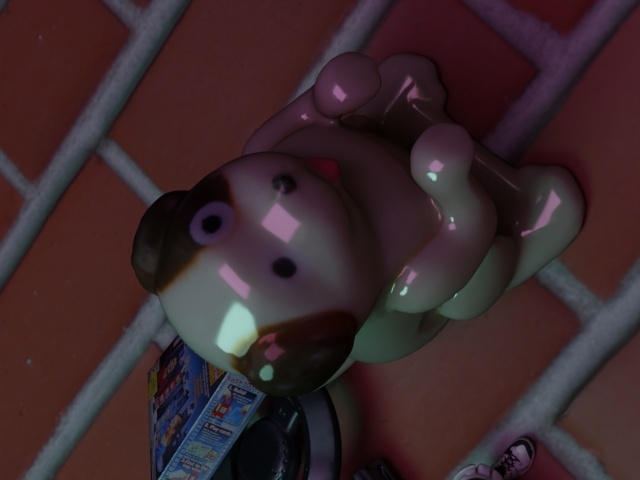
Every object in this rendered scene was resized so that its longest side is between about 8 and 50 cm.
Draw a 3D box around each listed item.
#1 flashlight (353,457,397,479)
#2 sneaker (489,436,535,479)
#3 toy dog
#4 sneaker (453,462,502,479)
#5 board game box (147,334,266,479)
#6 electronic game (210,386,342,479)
[{"bbox_3d":[0.110,0.396,1.561,0.304,0.103,0.103,50,120,13],"label":"flashlight"},{"bbox_3d":[0.198,0.247,1.525,0.032,0.037,0.083,43,114,20],"label":"sneaker"},{"bbox_3d":[0.000,0.000,1.388,0.284,0.408,0.395,50,117,15],"label":"toy dog"},{"bbox_3d":[0.206,0.307,1.488,0.166,0.076,0.065,31,119,-3],"label":"sneaker"},{"bbox_3d":[-0.125,0.167,1.642,0.194,0.060,0.194,-49,30,28],"label":"board game box"},{"bbox_3d":[-0.056,0.248,1.628,0.229,0.048,0.229,-13,72,47],"label":"electronic game"}]
